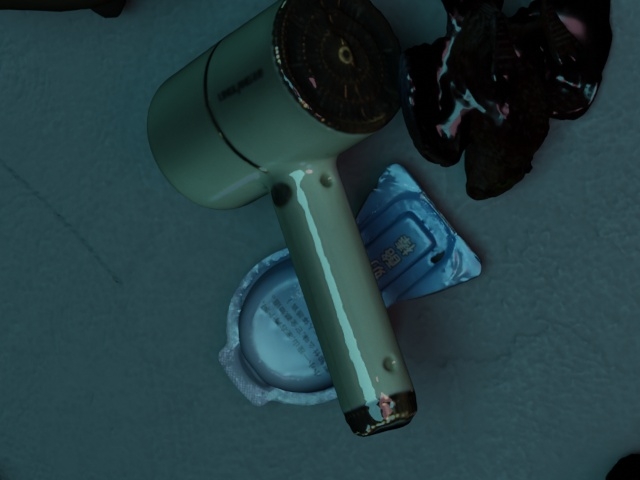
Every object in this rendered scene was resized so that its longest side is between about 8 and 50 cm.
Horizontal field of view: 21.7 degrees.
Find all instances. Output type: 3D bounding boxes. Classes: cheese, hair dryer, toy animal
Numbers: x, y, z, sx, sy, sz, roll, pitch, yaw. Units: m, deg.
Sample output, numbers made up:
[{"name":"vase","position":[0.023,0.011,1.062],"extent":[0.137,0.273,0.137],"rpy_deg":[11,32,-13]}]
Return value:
[{"name":"cheese","position":[0.013,0.051,1.416],"extent":[0.245,0.052,0.135],"rpy_deg":[-40,87,19]},{"name":"hair dryer","position":[0.000,0.000,1.315],"extent":[0.203,0.128,0.362],"rpy_deg":[-26,80,50]},{"name":"toy animal","position":[0.134,-0.124,1.308],"extent":[0.116,0.218,0.179],"rpy_deg":[47,146,26]}]

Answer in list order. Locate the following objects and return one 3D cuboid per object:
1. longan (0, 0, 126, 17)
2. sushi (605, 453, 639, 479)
[{"name":"longan","position":[-0.240,-0.299,1.356],"extent":[0.300,0.300,0.243],"rpy_deg":[11,61,17]},{"name":"sushi","position":[0.264,0.288,1.328],"extent":[0.124,0.127,0.225],"rpy_deg":[8,100,18]}]
